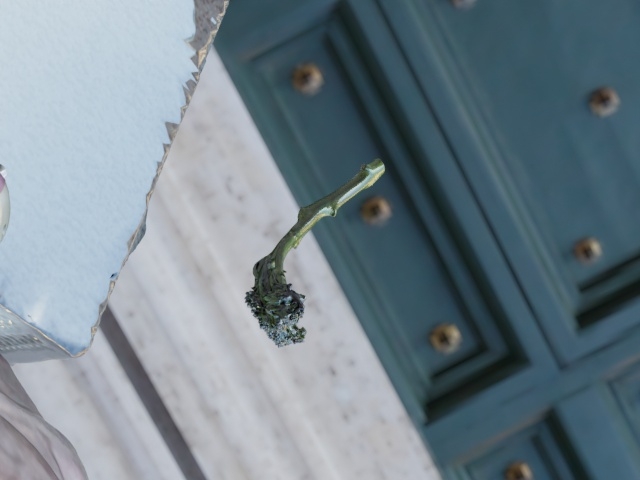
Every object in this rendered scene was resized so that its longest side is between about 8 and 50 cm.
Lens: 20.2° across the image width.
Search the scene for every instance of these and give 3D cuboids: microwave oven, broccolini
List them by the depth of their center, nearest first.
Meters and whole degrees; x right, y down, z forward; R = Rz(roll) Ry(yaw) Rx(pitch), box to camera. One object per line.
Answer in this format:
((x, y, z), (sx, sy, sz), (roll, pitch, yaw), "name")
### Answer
((-0.007, -0.002, 1.228), (0.054, 0.052, 0.194), (102, 12, -47), "broccolini")
((-0.319, -0.134, 1.704), (0.236, 0.374, 0.432), (-6, -125, 42), "microwave oven")

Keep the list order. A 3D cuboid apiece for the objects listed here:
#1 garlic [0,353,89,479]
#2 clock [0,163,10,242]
((-0.279, 0.144, 0.956), (0.317, 0.259, 0.317), (2, -134, -2), "garlic")
((-0.315, -0.017, 1.325), (0.231, 0.103, 0.144), (8, -139, 44), "clock")
